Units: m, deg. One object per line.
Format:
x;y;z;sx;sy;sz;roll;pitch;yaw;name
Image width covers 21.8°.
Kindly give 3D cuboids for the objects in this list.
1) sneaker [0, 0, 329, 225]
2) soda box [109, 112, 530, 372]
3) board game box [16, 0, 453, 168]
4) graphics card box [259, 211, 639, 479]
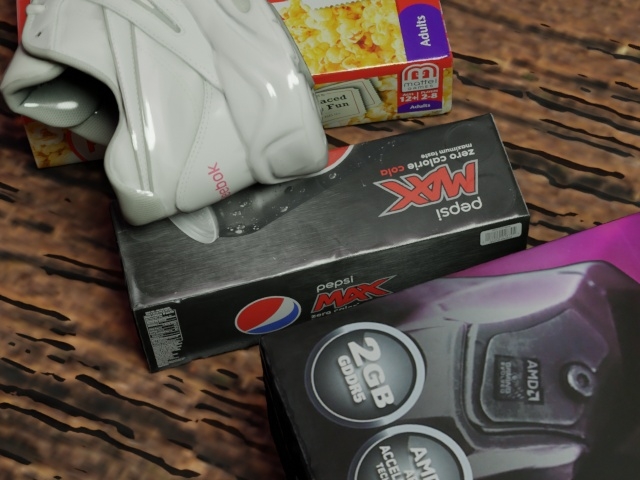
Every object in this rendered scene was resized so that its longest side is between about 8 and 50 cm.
-0.091;-0.104;0.700;0.115;0.090;0.232;-26;56;-6;sneaker
0.000;0.000;0.703;0.168;0.053;0.060;-13;58;-6;soda box
-0.045;-0.116;0.783;0.193;0.045;0.147;-9;58;-2;board game box
0.185;0.090;0.614;0.370;0.094;0.233;-18;59;-7;graphics card box
